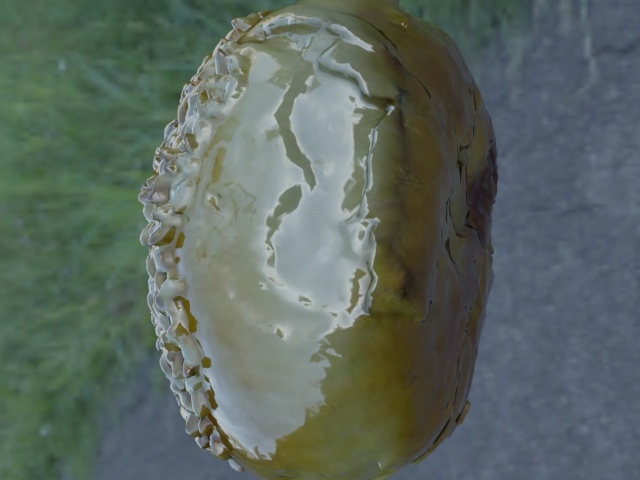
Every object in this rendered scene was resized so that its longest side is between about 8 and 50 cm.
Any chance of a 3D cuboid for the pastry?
[{"bbox_3d":[0.000,0.000,1.327,0.245,0.409,0.410,2,97,17],"label":"pastry"}]
